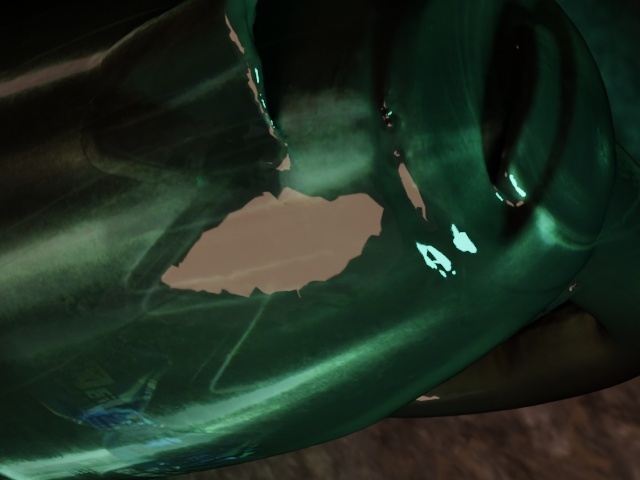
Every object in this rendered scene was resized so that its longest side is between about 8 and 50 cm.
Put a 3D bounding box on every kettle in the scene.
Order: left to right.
[{"bbox_3d":[0.000,0.000,0.847,0.324,0.228,0.321,-13,143,42],"label":"kettle"}]
